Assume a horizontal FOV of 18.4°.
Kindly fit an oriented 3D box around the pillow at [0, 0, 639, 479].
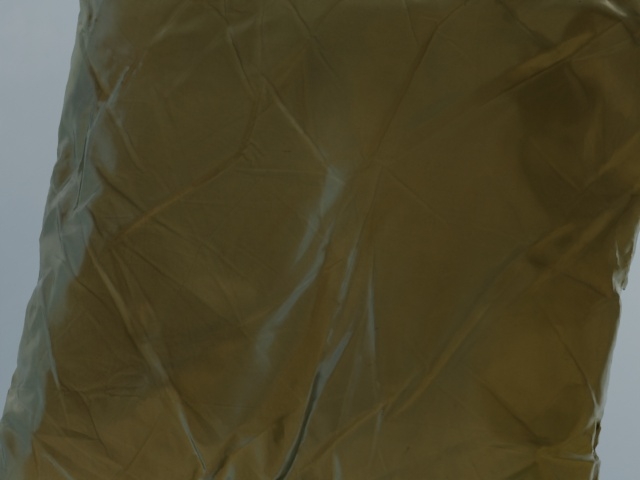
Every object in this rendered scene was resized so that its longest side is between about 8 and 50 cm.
[{"bbox_3d":[0.002,-0.001,0.867,0.280,0.076,0.274,6,-103,17],"label":"pillow"}]
